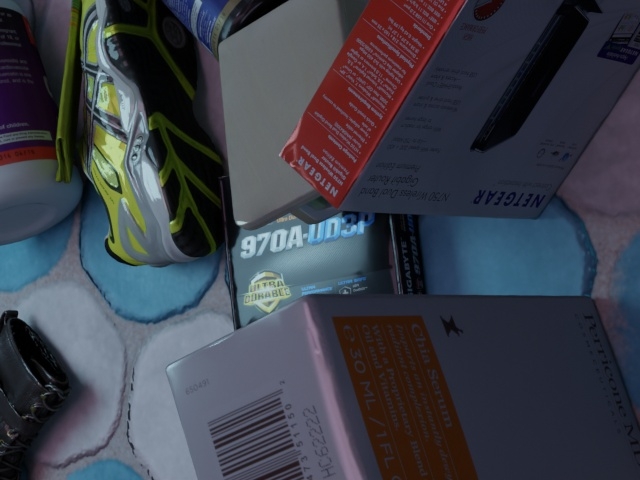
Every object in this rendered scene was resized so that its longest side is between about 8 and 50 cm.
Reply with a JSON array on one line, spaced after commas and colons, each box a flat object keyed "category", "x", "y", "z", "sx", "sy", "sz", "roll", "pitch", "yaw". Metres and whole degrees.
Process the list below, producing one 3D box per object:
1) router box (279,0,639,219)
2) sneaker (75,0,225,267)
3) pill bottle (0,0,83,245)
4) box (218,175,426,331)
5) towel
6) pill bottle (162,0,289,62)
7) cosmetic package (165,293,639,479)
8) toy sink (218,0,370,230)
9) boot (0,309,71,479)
[{"category": "router box", "x": 0.160, "y": -0.164, "z": 1.479, "sx": 0.082, "sy": 0.335, "sz": 0.301, "roll": 43, "pitch": 114, "yaw": 29}, {"category": "sneaker", "x": -0.219, "y": -0.153, "z": 1.877, "sx": 0.147, "sy": 0.145, "sz": 0.385, "roll": -20, "pitch": 75, "yaw": 34}, {"category": "pill bottle", "x": -0.407, "y": -0.165, "z": 1.991, "sx": 0.181, "sy": 0.181, "sz": 0.323, "roll": -30, "pitch": 71, "yaw": 32}, {"category": "box", "x": 0.000, "y": 0.000, "z": 1.765, "sx": 0.220, "sy": 0.051, "sz": 0.175, "roll": -11, "pitch": 81, "yaw": 35}, {"category": "towel", "x": -0.283, "y": -0.189, "z": 1.910, "sx": 0.021, "sy": 0.102, "sz": 0.237, "roll": 2, "pitch": 61, "yaw": -2}, {"category": "pill bottle", "x": -0.109, "y": -0.279, "z": 1.808, "sx": 0.219, "sy": 0.123, "sz": 0.123, "roll": 48, "pitch": 115, "yaw": 31}, {"category": "cosmetic package", "x": 0.099, "y": 0.176, "z": 1.438, "sx": 0.161, "sy": 0.453, "sz": 0.230, "roll": -28, "pitch": 73, "yaw": 32}, {"category": "toy sink", "x": 0.006, "y": -0.110, "z": 1.655, "sx": 0.153, "sy": 0.131, "sz": 0.234, "roll": -28, "pitch": 51, "yaw": 27}, {"category": "boot", "x": -0.366, "y": 0.242, "z": 2.006, "sx": 0.229, "sy": 0.091, "sz": 0.263, "roll": -49, "pitch": 60, "yaw": 25}]
